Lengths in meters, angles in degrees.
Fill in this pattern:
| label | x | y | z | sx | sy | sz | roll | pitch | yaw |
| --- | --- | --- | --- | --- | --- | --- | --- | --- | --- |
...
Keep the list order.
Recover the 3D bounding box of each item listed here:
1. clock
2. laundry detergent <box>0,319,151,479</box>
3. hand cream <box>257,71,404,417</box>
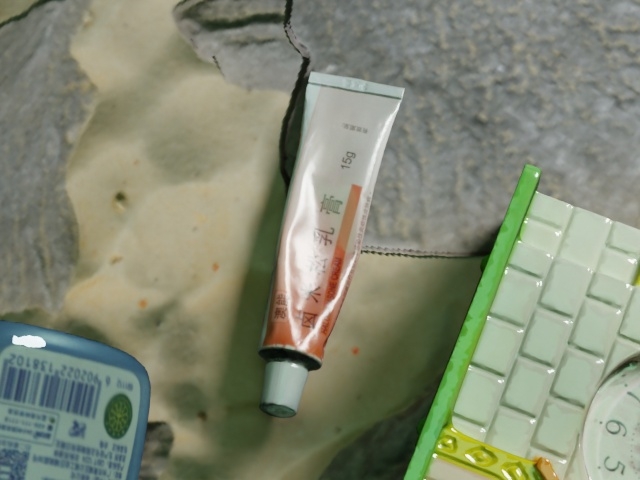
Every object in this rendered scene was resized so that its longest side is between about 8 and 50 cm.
| label | x | y | z | sx | sy | sz | roll | pitch | yaw |
| --- | --- | --- | --- | --- | --- | --- | --- | --- | --- |
| clock | 0.189 | 0.109 | 1.047 | 0.255 | 0.106 | 0.220 | 20 | 77 | 7 |
| laundry detergent | -0.177 | 0.192 | 1.029 | 0.094 | 0.143 | 0.290 | -1 | 74 | 39 |
| hand cream | 0.001 | 0.001 | 1.126 | 0.052 | 0.038 | 0.216 | 20 | 71 | -21 |
